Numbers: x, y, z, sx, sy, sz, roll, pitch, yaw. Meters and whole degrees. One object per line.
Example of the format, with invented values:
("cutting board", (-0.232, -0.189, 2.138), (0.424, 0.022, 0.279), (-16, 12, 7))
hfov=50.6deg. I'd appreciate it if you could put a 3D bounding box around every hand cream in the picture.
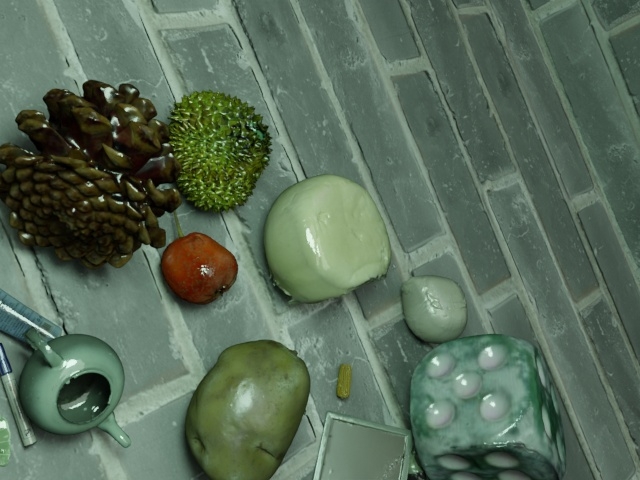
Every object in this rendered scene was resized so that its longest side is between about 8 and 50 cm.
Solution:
("hand cream", (-0.599, 0.140, 1.303), (0.256, 0.055, 0.088), (37, 67, -21))

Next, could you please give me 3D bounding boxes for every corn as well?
("corn", (0.062, 0.365, 1.757), (0.037, 0.037, 0.092), (21, 65, -32))

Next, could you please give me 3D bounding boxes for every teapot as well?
("teapot", (-0.466, 0.276, 1.286), (0.193, 0.129, 0.294), (-42, 125, -24))

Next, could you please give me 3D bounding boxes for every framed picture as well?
("framed picture", (0.096, 0.589, 1.662), (0.232, 0.019, 0.296), (15, 63, -1))

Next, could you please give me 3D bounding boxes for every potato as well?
("potato", (-0.160, 0.368, 1.464), (0.243, 0.221, 0.326), (27, 71, -17))

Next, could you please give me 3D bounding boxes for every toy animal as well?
("toy animal", (0.230, 0.634, 1.748), (0.094, 0.121, 0.225), (-7, 79, -39))

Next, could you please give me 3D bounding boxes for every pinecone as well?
("pinecone", (-0.434, -0.158, 1.344), (0.384, 0.384, 0.384), (13, 68, -35))

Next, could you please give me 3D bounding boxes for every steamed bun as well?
("steamed bun", (0.000, 0.000, 1.702), (0.334, 0.233, 0.312), (-6, 77, -48))

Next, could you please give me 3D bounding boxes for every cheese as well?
("cheese", (0.327, 0.201, 1.939), (0.198, 0.154, 0.189), (8, 53, -32))

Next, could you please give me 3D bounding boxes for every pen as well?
("pen", (-0.582, 0.292, 1.286), (0.025, 0.025, 0.204), (-18, 86, -40))

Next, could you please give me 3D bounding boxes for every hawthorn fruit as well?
("hawthorn fruit", (-0.302, 0.008, 1.531), (0.165, 0.165, 0.285), (-19, 75, -40))

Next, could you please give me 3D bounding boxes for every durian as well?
("durian", (-0.231, -0.217, 1.583), (0.291, 0.225, 0.291), (51, 31, -47))

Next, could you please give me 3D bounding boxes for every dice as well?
("dice", (0.437, 0.470, 1.762), (0.328, 0.330, 0.348), (55, 30, -37))

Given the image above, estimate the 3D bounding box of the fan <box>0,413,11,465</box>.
("fan", (-0.661, 0.330, 1.224), (0.240, 0.009, 0.131), (38, 54, -22))
